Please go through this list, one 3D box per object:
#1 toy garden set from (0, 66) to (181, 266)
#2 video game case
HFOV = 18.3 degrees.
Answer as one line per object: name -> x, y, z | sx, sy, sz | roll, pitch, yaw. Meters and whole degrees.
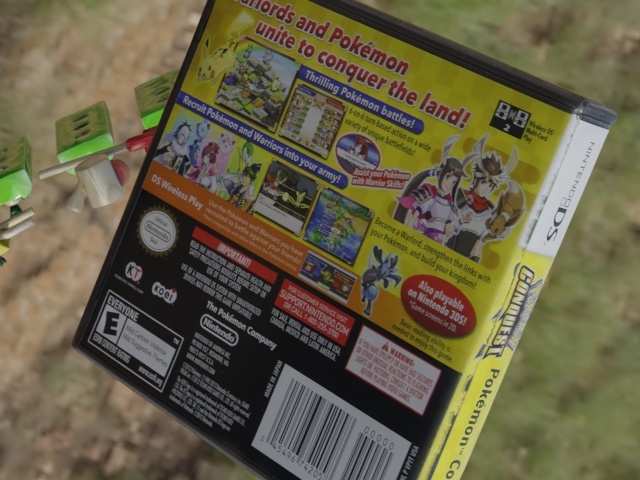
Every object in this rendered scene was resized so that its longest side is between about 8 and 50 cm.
toy garden set -> -0.196, -0.039, 1.469 | 0.244, 0.204, 0.049 | -24, 109, -1
video game case -> 0.000, 0.000, 1.055 | 0.035, 0.275, 0.248 | 14, 101, -48
